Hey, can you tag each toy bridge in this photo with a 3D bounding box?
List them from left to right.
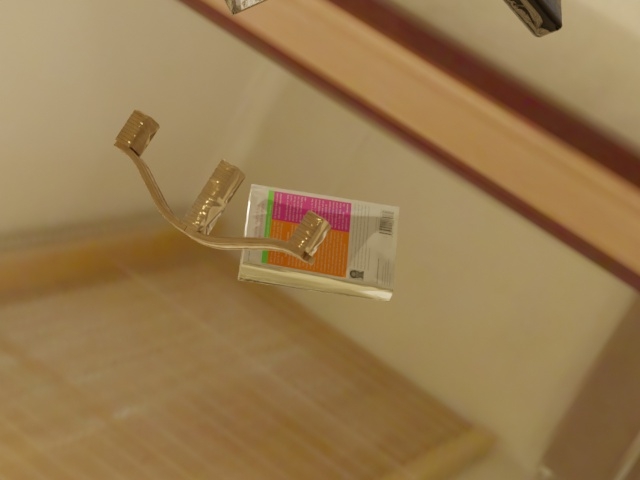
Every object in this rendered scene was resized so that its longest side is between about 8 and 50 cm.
[{"bbox_3d":[-0.081,-0.029,1.346,0.063,0.188,0.026,-57,-21,-5],"label":"toy bridge"}]

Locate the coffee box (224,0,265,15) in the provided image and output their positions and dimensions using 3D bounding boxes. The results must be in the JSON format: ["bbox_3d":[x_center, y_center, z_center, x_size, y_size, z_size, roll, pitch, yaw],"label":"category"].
[{"bbox_3d":[-0.002,-0.393,1.949,0.297,0.168,0.119,-24,-19,-8],"label":"coffee box"}]

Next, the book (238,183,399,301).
[{"bbox_3d":[0.000,0.000,1.682,0.035,0.144,0.096,107,171,-58],"label":"book"}]

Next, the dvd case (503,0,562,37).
[{"bbox_3d":[0.093,-0.270,1.081,0.180,0.022,0.253,41,-139,-42],"label":"dvd case"}]
